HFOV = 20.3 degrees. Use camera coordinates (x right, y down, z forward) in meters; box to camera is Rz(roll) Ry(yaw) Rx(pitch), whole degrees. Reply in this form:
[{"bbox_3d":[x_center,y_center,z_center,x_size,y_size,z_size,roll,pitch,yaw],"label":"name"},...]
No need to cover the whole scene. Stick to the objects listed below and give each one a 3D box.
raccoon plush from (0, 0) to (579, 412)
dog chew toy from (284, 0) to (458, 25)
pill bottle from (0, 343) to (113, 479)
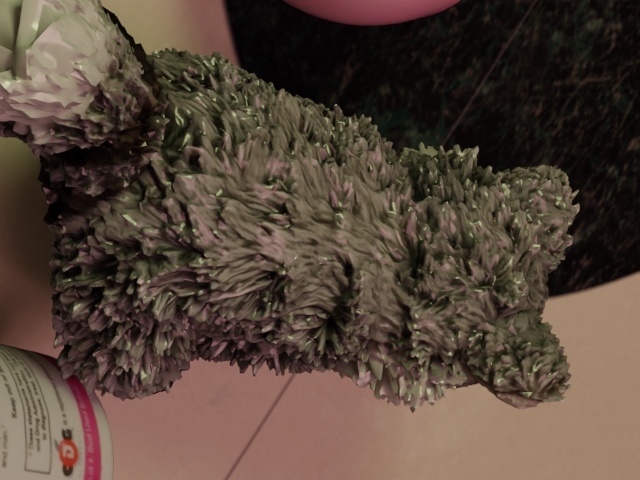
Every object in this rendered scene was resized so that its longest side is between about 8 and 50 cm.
[{"bbox_3d":[0.000,0.000,1.005,0.446,0.299,0.216,29,67,-82],"label":"raccoon plush"},{"bbox_3d":[0.087,-0.265,1.112,0.332,0.206,0.207,-31,128,-34],"label":"dog chew toy"},{"bbox_3d":[-0.269,0.121,1.016,0.283,0.160,0.160,20,98,-49],"label":"pill bottle"}]
